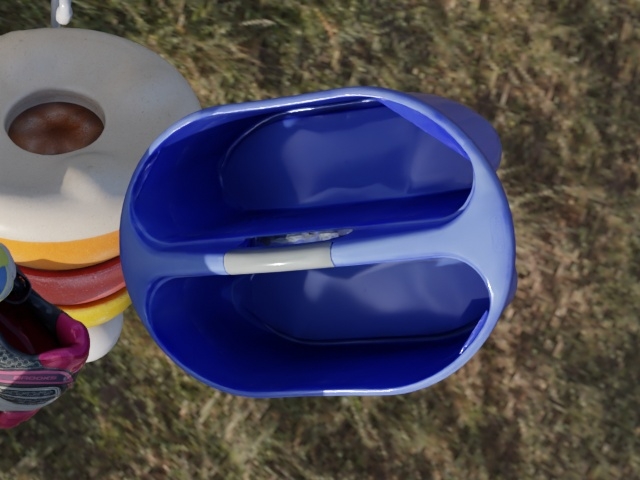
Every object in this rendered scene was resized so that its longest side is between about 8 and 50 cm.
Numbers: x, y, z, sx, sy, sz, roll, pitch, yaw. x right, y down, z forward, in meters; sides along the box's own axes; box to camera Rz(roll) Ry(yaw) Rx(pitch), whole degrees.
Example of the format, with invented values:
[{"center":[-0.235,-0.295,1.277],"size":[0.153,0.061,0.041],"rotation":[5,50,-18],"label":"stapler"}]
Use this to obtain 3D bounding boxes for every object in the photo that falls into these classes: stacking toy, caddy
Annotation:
[{"center":[-0.327,0.003,1.590],"size":[0.350,0.350,0.480],"rotation":[-24,144,-26],"label":"stacking toy"},{"center":[0.000,0.000,1.003],"size":[0.179,0.341,0.241],"rotation":[-25,107,-64],"label":"caddy"}]

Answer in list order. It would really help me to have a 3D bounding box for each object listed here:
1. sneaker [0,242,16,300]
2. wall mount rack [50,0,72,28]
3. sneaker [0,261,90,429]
[{"center":[-0.257,0.063,0.765],"size":[0.240,0.091,0.126],"rotation":[5,70,-74],"label":"sneaker"},{"center":[-0.405,-0.291,1.435],"size":[0.350,0.304,0.130],"rotation":[0,93,-15],"label":"wall mount rack"},{"center":[-0.310,0.021,0.959],"size":[0.299,0.112,0.121],"rotation":[39,40,-22],"label":"sneaker"}]
